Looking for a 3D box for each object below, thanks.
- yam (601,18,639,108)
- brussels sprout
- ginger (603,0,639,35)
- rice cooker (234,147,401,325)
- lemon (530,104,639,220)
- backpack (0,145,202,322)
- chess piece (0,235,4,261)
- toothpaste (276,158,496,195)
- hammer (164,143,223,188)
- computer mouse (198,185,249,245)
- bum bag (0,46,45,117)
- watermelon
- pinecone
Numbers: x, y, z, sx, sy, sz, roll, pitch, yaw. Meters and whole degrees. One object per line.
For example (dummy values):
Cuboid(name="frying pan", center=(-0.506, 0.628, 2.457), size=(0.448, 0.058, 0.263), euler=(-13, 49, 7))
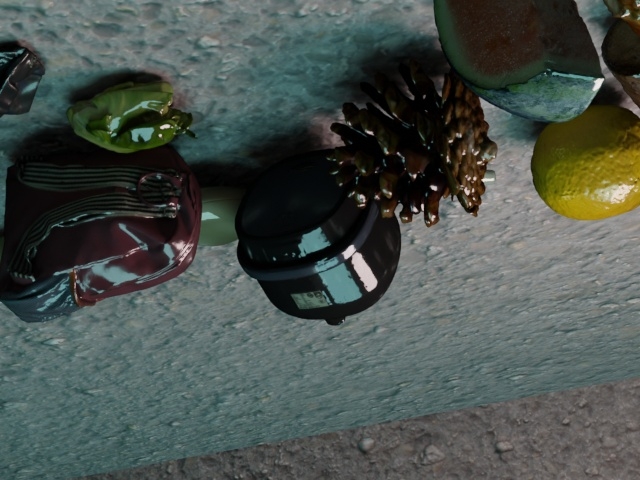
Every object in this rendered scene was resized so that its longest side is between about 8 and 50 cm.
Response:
Cuboid(name="yam", center=(0.525, -0.241, 1.620), size=(0.131, 0.131, 0.280), euler=(-20, 154, 27))
Cuboid(name="brussels sprout", center=(-0.280, -0.176, 1.588), size=(0.181, 0.100, 0.139), euler=(-14, 177, -10))
Cuboid(name="ginger", center=(0.378, -0.389, 1.205), size=(0.254, 0.176, 0.418), euler=(-3, 151, -1))
Cuboid(name="rice cooker", center=(0.000, 0.000, 1.766), size=(0.267, 0.267, 0.224), euler=(-16, 128, 18))
Cuboid(name="lemon", center=(0.449, -0.128, 1.766), size=(0.231, 0.192, 0.192), euler=(-6, 161, 38))
Cuboid(name="backpack", center=(-0.337, -0.030, 1.655), size=(0.317, 0.283, 0.197), euler=(-13, 151, 13))
Cuboid(name="chess piece", center=(-0.504, 0.017, 1.914), size=(0.243, 0.133, 0.133), euler=(-21, 153, 37))
Cuboid(name="toothpaste", center=(0.116, -0.108, 1.871), size=(0.392, 0.061, 0.098), euler=(-2, 140, -6))
Cuboid(name="hammer", center=(-0.236, -0.129, 1.774), size=(0.103, 0.029, 0.246), euler=(-11, 154, 9))
Cuboid(name="computer mouse", center=(-0.166, -0.040, 1.867), size=(0.145, 0.082, 0.236), euler=(-23, 166, 32))
Cuboid(name="bum bag", center=(-0.534, -0.200, 1.475), size=(0.310, 0.074, 0.137), euler=(-9, 144, -10))
Cuboid(name="watermelon", center=(0.246, -0.273, 1.367), size=(0.148, 0.318, 0.226), euler=(4, 113, -14))
Cuboid(name="pinecone", center=(0.131, -0.142, 1.589), size=(0.264, 0.264, 0.264), euler=(-6, 156, -3))
